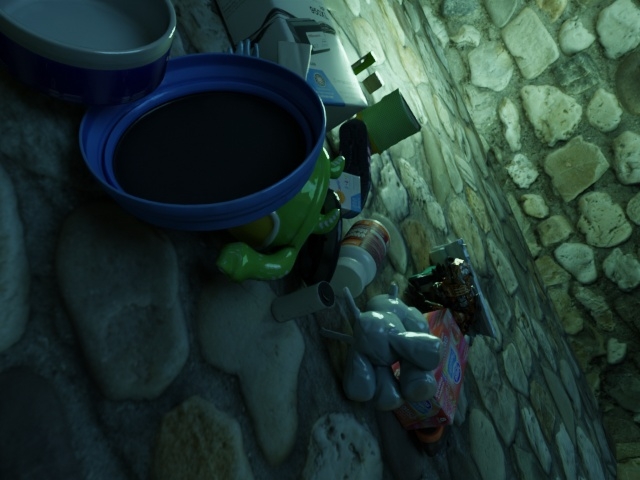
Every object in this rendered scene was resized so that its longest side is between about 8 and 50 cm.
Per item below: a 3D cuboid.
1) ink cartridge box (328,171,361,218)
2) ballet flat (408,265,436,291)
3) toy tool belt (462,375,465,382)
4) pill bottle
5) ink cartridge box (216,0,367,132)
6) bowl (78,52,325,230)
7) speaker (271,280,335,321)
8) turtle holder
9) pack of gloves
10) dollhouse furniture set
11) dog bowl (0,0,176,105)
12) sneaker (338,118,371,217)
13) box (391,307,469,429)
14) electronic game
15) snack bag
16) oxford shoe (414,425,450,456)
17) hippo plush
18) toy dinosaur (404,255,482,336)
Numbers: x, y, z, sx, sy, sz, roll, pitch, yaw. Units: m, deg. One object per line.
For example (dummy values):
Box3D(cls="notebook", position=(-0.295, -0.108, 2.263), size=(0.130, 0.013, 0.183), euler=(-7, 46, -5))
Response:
Box3D(cls="ink cartridge box", position=(0.016, -0.127, 1.156), size=(0.181, 0.061, 0.105), euler=(10, 69, -32))
Box3D(cls="ballet flat", position=(0.354, 0.132, 1.488), size=(0.203, 0.074, 0.074), euler=(-12, 81, -56))
Box3D(cls="toy tool belt", position=(0.430, 0.420, 1.448), size=(0.083, 0.052, 0.051), euler=(64, 4, -9))
Box3D(cls="pill bottle", position=(0.097, 0.044, 1.157), size=(0.121, 0.121, 0.221), euler=(56, 37, -14))
Box3D(cls="ink cartridge box", position=(-0.070, -0.506, 1.212), size=(0.285, 0.166, 0.396), euler=(-21, 88, -55))
Box3D(cls="bowl", position=(-0.187, -0.177, 0.753), size=(0.077, 0.390, 0.392), euler=(93, 5, -52))
Box3D(cls="speaker", position=(-0.036, 0.128, 0.924), size=(0.055, 0.136, 0.055), euler=(28, 50, -40))
Box3D(cls="turtle holder", position=(-0.115, -0.076, 0.892), size=(0.227, 0.243, 0.321), euler=(24, 86, -27))
Box3D(cls="pack of gloves", position=(-0.129, -0.350, 1.039), size=(0.046, 0.194, 0.233), euler=(98, -2, -78))
Box3D(cls="dollhouse furniture set", position=(0.155, -0.405, 1.421), size=(0.302, 0.197, 0.151), euler=(54, 36, -16))
Box3D(cls="dog bowl", position=(-0.370, -0.342, 0.703), size=(0.264, 0.104, 0.265), euler=(14, 53, -20))
Box3D(cls="sneaker", position=(0.102, -0.193, 1.322), size=(0.131, 0.111, 0.320), euler=(64, 32, -64))
Box3D(cls="box", position=(0.291, 0.341, 1.222), size=(0.154, 0.142, 0.300), euler=(59, 36, -12))
Box3D(cls="electronic game", position=(0.000, 0.000, 0.985), size=(0.048, 0.229, 0.230), euler=(8, 61, -18))
Box3D(cls="snack bag", position=(0.457, 0.165, 1.472), size=(0.342, 0.037, 0.324), euler=(88, -16, -85))
Box3D(cls="oxford shoe", position=(0.326, 0.473, 1.258), size=(0.271, 0.096, 0.099), euler=(-44, 126, -49))
Box3D(cls="hippo plush", position=(0.146, 0.244, 1.083), size=(0.294, 0.235, 0.236), euler=(30, 17, 4))
Box3D(cls="toy dinosaur", position=(0.385, 0.184, 1.341), size=(0.164, 0.218, 0.323), euler=(-11, 115, -34))
